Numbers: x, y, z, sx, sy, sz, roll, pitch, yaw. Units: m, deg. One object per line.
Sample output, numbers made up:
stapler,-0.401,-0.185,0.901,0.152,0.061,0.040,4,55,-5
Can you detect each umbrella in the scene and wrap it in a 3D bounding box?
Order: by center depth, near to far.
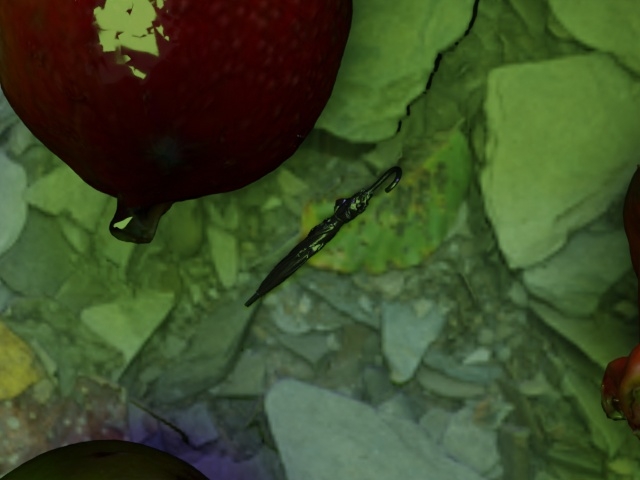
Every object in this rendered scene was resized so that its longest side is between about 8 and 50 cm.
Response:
umbrella,0.000,-0.002,0.497,0.013,0.022,0.122,38,118,-24

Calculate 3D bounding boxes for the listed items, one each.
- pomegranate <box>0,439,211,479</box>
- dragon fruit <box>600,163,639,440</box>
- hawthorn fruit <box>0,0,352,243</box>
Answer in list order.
pomegranate,-0.085,0.196,0.466,0.240,0.190,0.159,20,79,7
dragon fruit,0.229,0.010,0.357,0.224,0.224,0.227,20,97,6
hawthorn fruit,-0.074,-0.094,0.414,0.169,0.169,0.188,20,88,6
